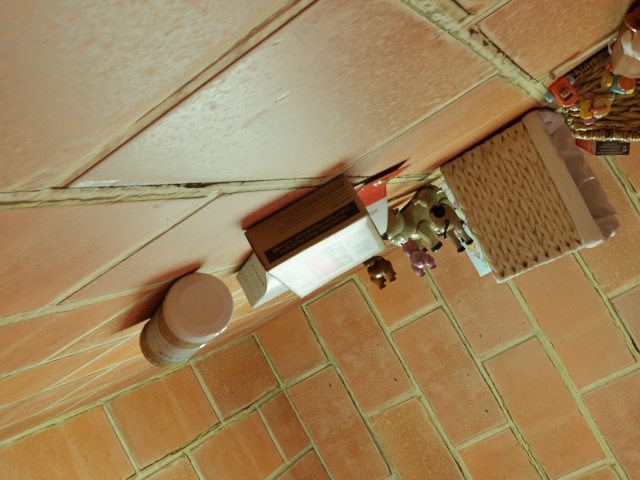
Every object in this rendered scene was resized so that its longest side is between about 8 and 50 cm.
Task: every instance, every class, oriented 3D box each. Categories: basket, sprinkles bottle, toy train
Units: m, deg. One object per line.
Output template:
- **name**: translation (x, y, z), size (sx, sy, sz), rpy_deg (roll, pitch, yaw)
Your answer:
- **basket**: translation (0.499, -0.102, 1.912), size (0.267, 0.331, 0.328), rpy_deg (-30, 174, 26)
- **sprinkles bottle**: translation (-0.268, 0.163, 1.572), size (0.121, 0.121, 0.355), rpy_deg (-26, 173, -26)
- **basket**: translation (0.617, -0.263, 1.625), size (0.213, 0.223, 0.299), rpy_deg (-33, 173, 38)
- **toy train**: translation (0.488, -0.276, 1.440), size (0.166, 0.125, 0.046), rpy_deg (-36, -159, 4)

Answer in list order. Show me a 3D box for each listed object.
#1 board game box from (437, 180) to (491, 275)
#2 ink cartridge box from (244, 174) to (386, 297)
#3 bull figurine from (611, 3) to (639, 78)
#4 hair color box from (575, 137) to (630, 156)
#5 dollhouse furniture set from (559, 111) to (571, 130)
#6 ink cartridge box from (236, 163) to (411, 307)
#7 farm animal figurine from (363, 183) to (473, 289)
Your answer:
- **board game box**: translation (0.454, -0.067, 2.218), size (0.142, 0.275, 0.144), rpy_deg (-26, 173, -28)
- **ink cartridge box**: translation (0.000, 0.000, 1.409), size (0.193, 0.088, 0.234), rpy_deg (-31, 162, 4)
- **bull figurine**: translation (0.533, -0.330, 1.254), size (0.188, 0.101, 0.310), rpy_deg (-36, 178, 8)
- **hair color box**: translation (0.582, -0.207, 1.683), size (0.072, 0.043, 0.141), rpy_deg (-1, -163, 0)
- **dollhouse furniture set**: translation (0.583, -0.273, 2.135), size (0.152, 0.058, 0.076), rpy_deg (-29, 173, 2)
- **ink cartridge box**: translation (0.012, -0.002, 1.640), size (0.308, 0.091, 0.385), rpy_deg (-27, 174, -22)
- **farm animal figurine**: translation (0.233, -0.043, 1.986), size (0.330, 0.172, 0.327), rpy_deg (-30, -170, 40)
